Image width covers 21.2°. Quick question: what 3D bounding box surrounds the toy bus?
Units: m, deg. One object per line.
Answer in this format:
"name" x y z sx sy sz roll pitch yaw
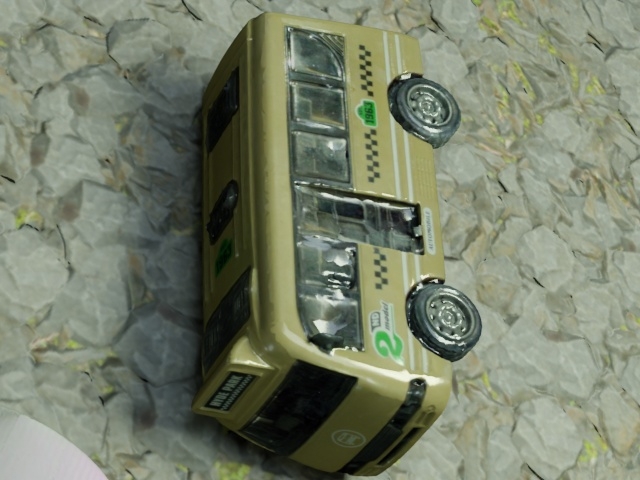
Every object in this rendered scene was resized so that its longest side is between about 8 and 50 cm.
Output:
"toy bus" 0.000 0.000 1.409 0.201 0.177 0.365 11 54 -21

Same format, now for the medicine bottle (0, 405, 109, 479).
"medicine bottle" -0.256 0.267 1.041 0.241 0.241 0.302 32 42 -10
